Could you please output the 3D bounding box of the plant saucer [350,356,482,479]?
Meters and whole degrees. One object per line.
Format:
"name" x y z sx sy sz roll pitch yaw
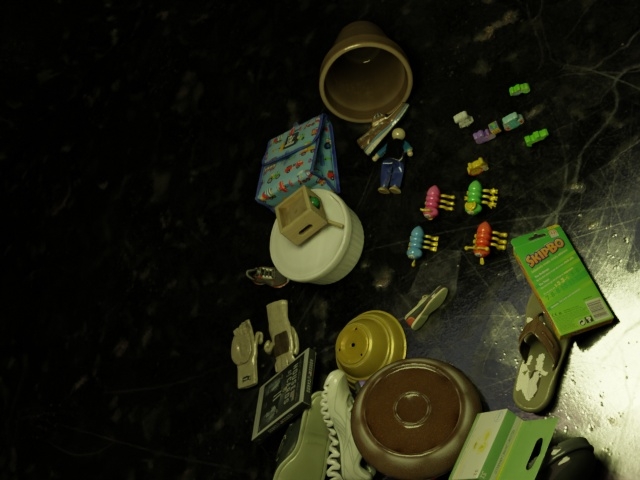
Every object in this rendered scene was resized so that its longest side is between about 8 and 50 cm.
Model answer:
"plant saucer" 0.215 0.397 1.780 0.310 0.050 0.311 -10 49 12

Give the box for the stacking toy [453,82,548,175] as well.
"stacking toy" 0.454 -0.282 1.948 0.221 0.052 0.167 -26 60 27

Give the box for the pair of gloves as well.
"pair of gloves" -0.160 0.301 2.216 0.240 0.042 0.204 -31 59 28

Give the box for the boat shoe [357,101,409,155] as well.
"boat shoe" 0.173 -0.326 2.162 0.066 0.066 0.183 43 104 6

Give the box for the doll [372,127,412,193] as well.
"doll" 0.200 -0.225 2.129 0.129 0.046 0.189 2 74 38

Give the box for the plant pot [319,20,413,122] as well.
"plant pot" 0.124 -0.504 2.197 0.263 0.263 0.229 -32 37 26

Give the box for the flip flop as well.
"flip flop" 0.478 0.239 1.694 0.112 0.080 0.277 7 73 40

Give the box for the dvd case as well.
"dvd case" -0.098 0.415 2.052 0.238 0.029 0.179 -44 25 35

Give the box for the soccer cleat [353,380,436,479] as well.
"soccer cleat" 0.194 0.442 1.849 0.116 0.108 0.318 -35 47 -5

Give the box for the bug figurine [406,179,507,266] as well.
"bug figurine" 0.329 -0.042 1.936 0.279 0.072 0.216 -4 70 38

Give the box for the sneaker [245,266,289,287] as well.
"sneaker" -0.158 0.104 2.275 0.158 0.065 0.061 -8 68 37

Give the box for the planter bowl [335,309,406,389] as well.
"planter bowl" 0.105 0.276 1.979 0.217 0.090 0.217 -16 63 34

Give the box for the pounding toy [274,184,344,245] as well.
"pounding toy" -0.031 -0.063 2.062 0.141 0.100 0.130 -37 39 19

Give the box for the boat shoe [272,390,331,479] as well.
"boat shoe" -0.049 0.550 1.987 0.113 0.127 0.340 160 126 -77

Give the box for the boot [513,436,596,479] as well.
"boot" 0.503 0.660 1.465 0.367 0.146 0.445 -51 46 22

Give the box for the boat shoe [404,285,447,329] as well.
"boat shoe" 0.264 0.162 1.926 0.137 0.049 0.043 -53 47 16

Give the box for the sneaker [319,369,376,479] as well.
"sneaker" 0.073 0.460 1.894 0.118 0.110 0.292 -4 96 29

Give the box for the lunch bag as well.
"lunch bag" -0.063 -0.242 2.317 0.221 0.138 0.293 -25 47 31

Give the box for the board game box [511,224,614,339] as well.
"board game box" 0.531 0.087 1.710 0.124 0.039 0.259 -18 59 -3

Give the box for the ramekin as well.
"ramekin" 0.000 0.000 2.148 0.273 0.127 0.273 -16 63 34

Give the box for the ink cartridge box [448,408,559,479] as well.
"ink cartridge box" 0.374 0.433 1.592 0.171 0.056 0.235 -58 7 -26
